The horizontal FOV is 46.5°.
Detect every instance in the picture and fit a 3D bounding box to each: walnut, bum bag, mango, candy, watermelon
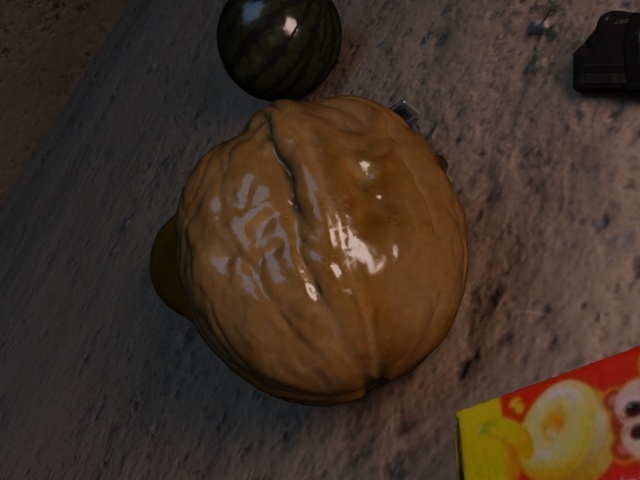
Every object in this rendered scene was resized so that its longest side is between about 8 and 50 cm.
[{"bbox_3d":[0.000,0.001,0.737,0.277,0.252,0.313,-33,63,17],"label":"walnut"},{"bbox_3d":[0.324,-0.175,0.711,0.197,0.049,0.087,26,104,58],"label":"bum bag"},{"bbox_3d":[-0.178,0.048,1.084,0.138,0.113,0.253,-44,39,7],"label":"mango"},{"bbox_3d":[0.230,0.126,0.437,0.276,0.146,0.088,-28,39,32],"label":"candy"},{"bbox_3d":[-0.067,-0.338,1.235,0.212,0.212,0.212,-33,36,29],"label":"watermelon"}]

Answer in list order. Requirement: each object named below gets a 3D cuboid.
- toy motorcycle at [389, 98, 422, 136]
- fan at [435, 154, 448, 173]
[{"bbox_3d":[0.025,-0.091,0.955,0.270,0.106,0.159,-34,38,37],"label":"toy motorcycle"},{"bbox_3d":[0.080,0.000,0.888,0.152,0.008,0.227,-20,43,41],"label":"fan"}]
